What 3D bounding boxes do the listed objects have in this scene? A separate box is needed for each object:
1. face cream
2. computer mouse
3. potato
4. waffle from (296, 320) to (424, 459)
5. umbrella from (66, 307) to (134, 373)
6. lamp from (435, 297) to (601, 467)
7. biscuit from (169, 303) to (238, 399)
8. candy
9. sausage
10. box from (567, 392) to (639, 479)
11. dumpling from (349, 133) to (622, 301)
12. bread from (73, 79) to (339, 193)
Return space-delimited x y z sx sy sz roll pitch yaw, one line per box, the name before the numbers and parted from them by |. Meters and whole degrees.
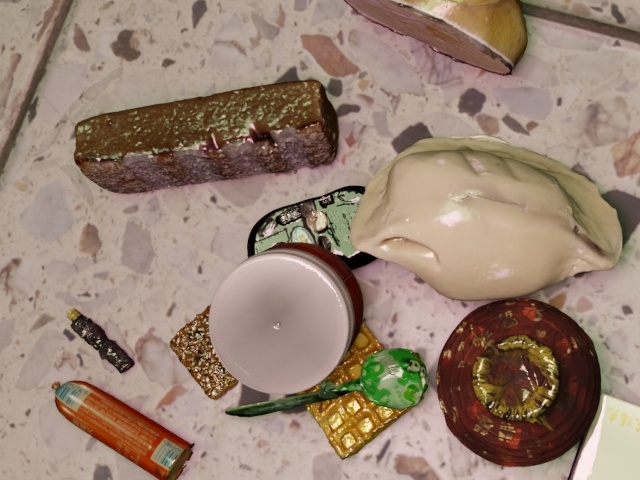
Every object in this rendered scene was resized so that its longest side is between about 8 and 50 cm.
face cream | -0.045 0.108 1.524 0.201 0.187 0.201 1 95 9
computer mouse | 0.000 0.000 1.661 0.233 0.096 0.137 -19 84 6
potato | 0.200 -0.399 1.615 0.299 0.246 0.196 29 95 13
waffle | 0.034 0.211 1.633 0.160 0.055 0.211 -40 75 1
umbrella | -0.367 0.165 1.736 0.144 0.040 0.037 39 98 17
lamp | 0.281 0.201 1.499 0.247 0.247 0.247 -2 79 11
biscuit | -0.123 0.138 1.696 0.237 0.026 0.131 -41 76 3
candy | 0.003 0.229 1.573 0.323 0.097 0.097 -15 77 16
sausage | -0.328 0.295 1.687 0.264 0.083 0.083 28 87 17
box | 0.531 0.369 1.495 0.343 0.065 0.200 19 85 15
dumpling | 0.247 -0.062 1.560 0.395 0.233 0.316 3 49 5
bread | -0.182 -0.160 1.694 0.416 0.165 0.113 -8 73 11
